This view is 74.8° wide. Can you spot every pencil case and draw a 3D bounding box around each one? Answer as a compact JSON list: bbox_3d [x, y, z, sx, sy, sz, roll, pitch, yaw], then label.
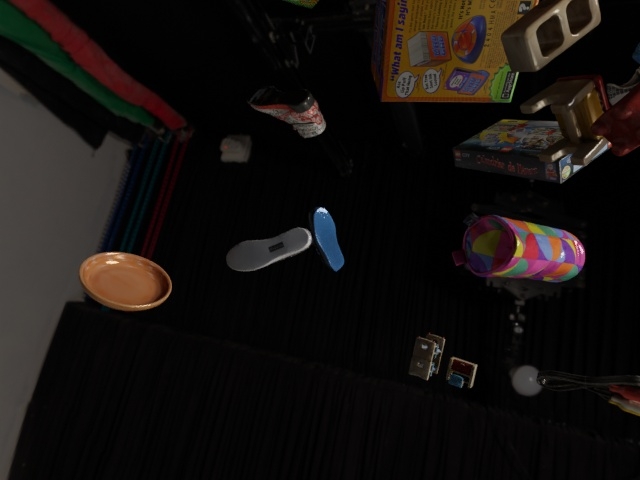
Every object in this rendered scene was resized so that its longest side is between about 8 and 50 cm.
[{"bbox_3d":[0.330,0.017,0.686,0.236,0.104,0.104,8,-8,-33],"label":"pencil case"}]

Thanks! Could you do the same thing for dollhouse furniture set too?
[{"bbox_3d":[0.327,-0.271,0.472,0.374,0.152,0.201,55,-6,-25],"label":"dollhouse furniture set"},{"bbox_3d":[0.412,0.400,1.388,0.184,0.128,0.129,13,2,31],"label":"dollhouse furniture set"}]

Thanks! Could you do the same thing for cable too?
[{"bbox_3d":[0.727,0.393,1.102,0.287,0.072,0.139,2,-41,31],"label":"cable"}]

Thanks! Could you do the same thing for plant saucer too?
[{"bbox_3d":[-0.450,0.098,0.969,0.200,0.037,0.200,23,22,-10],"label":"plant saucer"}]

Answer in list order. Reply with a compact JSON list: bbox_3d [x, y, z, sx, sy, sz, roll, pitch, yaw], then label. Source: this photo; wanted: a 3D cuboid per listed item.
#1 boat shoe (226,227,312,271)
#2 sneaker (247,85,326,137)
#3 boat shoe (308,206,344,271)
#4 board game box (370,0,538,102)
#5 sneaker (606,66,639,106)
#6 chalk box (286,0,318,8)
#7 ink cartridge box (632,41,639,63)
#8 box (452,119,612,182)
[{"bbox_3d":[-0.127,0.024,1.084,0.229,0.080,0.076,-22,-13,7],"label":"boat shoe"},{"bbox_3d":[-0.103,-0.387,1.281,0.270,0.090,0.145,20,-21,39],"label":"sneaker"},{"bbox_3d":[0.000,0.000,1.467,0.089,0.109,0.258,20,-48,48],"label":"boat shoe"},{"bbox_3d":[0.342,-0.618,1.165,0.356,0.356,0.356,1,-53,1],"label":"board game box"},{"bbox_3d":[0.683,-0.326,0.794,0.235,0.094,0.090,-33,4,26],"label":"sneaker"},{"bbox_3d":[-0.053,-0.703,1.079,0.132,0.132,0.213,-2,-3,-29],"label":"chalk box"},{"bbox_3d":[0.483,-0.259,0.479,0.060,0.104,0.180,27,4,-18],"label":"ink cartridge box"},{"bbox_3d":[0.403,-0.182,0.817,0.233,0.159,0.044,28,-35,55],"label":"box"}]
